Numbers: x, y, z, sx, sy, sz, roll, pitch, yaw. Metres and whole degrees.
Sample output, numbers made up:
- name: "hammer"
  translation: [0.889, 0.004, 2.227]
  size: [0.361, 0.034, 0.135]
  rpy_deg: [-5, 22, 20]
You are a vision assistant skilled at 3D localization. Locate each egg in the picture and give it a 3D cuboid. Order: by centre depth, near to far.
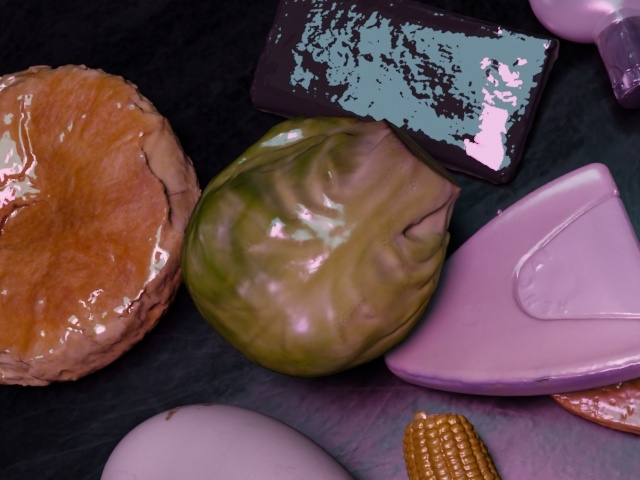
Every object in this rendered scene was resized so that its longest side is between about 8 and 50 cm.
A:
- name: "egg"
  translation: [-0.057, 0.237, 0.953]
  size: [0.264, 0.183, 0.182]
  rpy_deg: [24, 78, 14]

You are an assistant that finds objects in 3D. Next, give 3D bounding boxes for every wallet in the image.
- name: "wallet"
  translation: [0.072, -0.160, 1.130]
  size: [0.285, 0.030, 0.146]
  rpy_deg: [19, 95, 18]

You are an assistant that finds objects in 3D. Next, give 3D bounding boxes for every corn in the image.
- name: "corn"
  translation: [0.129, 0.249, 0.959]
  size: [0.080, 0.080, 0.238]
  rpy_deg: [-23, 64, 5]

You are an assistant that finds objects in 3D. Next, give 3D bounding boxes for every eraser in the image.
- name: "eraser"
  translation: [0.170, 0.062, 1.018]
  size: [0.243, 0.059, 0.204]
  rpy_deg: [-25, 51, 18]

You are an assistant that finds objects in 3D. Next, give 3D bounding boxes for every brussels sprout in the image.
- name: "brussels sprout"
  translation: [0.000, 0.000, 1.014]
  size: [0.244, 0.244, 0.244]
  rpy_deg: [-5, 70, 13]

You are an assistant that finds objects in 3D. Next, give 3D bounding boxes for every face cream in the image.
- name: "face cream"
  translation: [0.263, -0.261, 1.111]
  size: [0.144, 0.071, 0.291]
  rpy_deg: [-20, 66, 10]

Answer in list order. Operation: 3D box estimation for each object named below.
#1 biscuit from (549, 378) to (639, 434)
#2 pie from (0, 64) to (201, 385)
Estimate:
- name: "biscuit"
  translation: [0.315, 0.107, 0.987]
  size: [0.250, 0.035, 0.162]
  rpy_deg: [-9, 64, 10]
- name: "pie"
  translation: [-0.271, -0.020, 1.154]
  size: [0.340, 0.083, 0.339]
  rpy_deg: [-4, 69, 10]
